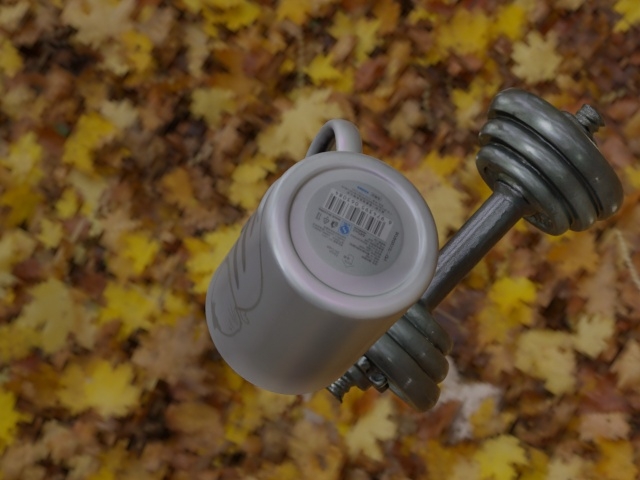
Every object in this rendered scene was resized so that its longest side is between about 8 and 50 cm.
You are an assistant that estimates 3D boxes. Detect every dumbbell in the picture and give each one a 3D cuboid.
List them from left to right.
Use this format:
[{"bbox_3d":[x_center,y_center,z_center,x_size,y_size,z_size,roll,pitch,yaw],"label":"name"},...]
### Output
[{"bbox_3d":[0.150,0.011,1.519,0.406,0.179,0.179,-46,37,-6],"label":"dumbbell"}]

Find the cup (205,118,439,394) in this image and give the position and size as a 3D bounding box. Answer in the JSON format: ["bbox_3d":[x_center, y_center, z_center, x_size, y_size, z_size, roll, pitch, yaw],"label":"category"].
[{"bbox_3d":[-0.009,0.004,0.823,0.136,0.099,0.133,68,155,16],"label":"cup"}]
